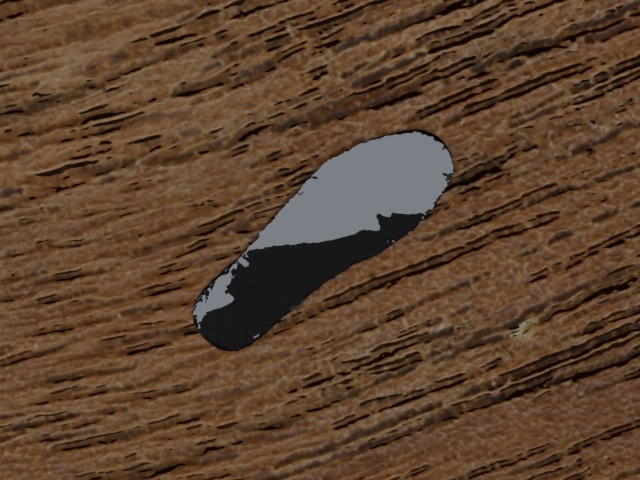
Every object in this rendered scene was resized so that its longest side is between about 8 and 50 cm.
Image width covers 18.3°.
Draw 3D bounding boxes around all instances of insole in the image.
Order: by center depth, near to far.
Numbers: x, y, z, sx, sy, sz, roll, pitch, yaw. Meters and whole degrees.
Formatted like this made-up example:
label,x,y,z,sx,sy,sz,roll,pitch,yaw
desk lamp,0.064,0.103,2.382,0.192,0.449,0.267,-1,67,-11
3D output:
label,x,y,z,sx,sy,sz,roll,pitch,yaw
insole,0.000,0.000,1.957,0.309,0.012,0.110,-43,102,11
